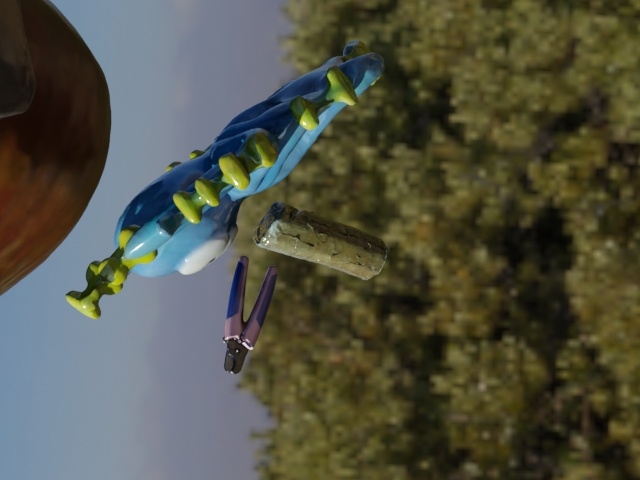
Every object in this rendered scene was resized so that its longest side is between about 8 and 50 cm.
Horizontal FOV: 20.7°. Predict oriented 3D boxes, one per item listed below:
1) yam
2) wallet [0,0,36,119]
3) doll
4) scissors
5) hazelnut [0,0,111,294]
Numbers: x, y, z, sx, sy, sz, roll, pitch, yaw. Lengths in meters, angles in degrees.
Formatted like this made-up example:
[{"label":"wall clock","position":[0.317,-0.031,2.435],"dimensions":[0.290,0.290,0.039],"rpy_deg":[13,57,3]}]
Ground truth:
[{"label":"yam","position":[0.000,0.000,1.797],"dimensions":[0.054,0.132,0.054],"rpy_deg":[-53,26,41]},{"label":"wallet","position":[-0.303,-0.255,1.206],"dimensions":[0.197,0.051,0.377],"rpy_deg":[-13,-88,-49]},{"label":"doll","position":[-0.073,-0.061,1.644],"dimensions":[0.099,0.341,0.346],"rpy_deg":[53,-169,-9]},{"label":"scissors","position":[-0.067,0.067,1.552],"dimensions":[0.012,0.039,0.113],"rpy_deg":[128,160,-60]},{"label":"hazelnut","position":[-0.398,-0.111,1.753],"dimensions":[0.429,0.402,0.402],"rpy_deg":[49,-140,-67]}]
